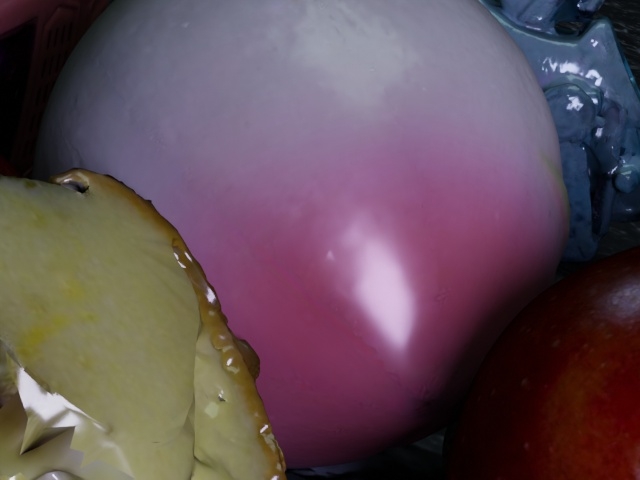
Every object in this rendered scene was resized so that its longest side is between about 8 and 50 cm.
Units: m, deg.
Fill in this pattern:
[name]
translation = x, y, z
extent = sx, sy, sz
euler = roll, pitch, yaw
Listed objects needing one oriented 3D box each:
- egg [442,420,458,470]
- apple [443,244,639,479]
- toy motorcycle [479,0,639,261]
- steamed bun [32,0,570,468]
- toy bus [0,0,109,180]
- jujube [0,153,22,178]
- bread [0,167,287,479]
[egg]
translation = 0.112, 0.120, 0.880
extent = 0.085, 0.085, 0.110
euler = 19, 5, 5
[apple]
translation = 0.201, 0.122, 0.685
extent = 0.288, 0.288, 0.317
euler = 20, 16, 9
[toy motorcycle]
translation = 0.178, -0.112, 1.297
extent = 0.206, 0.260, 0.154
euler = -21, 11, 19
[steamed bun]
translation = 0.000, 0.000, 0.822
extent = 0.309, 0.309, 0.309
euler = 14, 21, -6
[toy bus]
translation = -0.382, -0.178, 1.102
extent = 0.427, 0.203, 0.233
euler = 24, 27, 12
[jujube]
translation = -0.265, 0.000, 0.767
extent = 0.243, 0.183, 0.183
euler = 5, 19, 12
[bread]
translation = -0.116, 0.104, 0.654
extent = 0.204, 0.163, 0.262
euler = -2, 70, -42
